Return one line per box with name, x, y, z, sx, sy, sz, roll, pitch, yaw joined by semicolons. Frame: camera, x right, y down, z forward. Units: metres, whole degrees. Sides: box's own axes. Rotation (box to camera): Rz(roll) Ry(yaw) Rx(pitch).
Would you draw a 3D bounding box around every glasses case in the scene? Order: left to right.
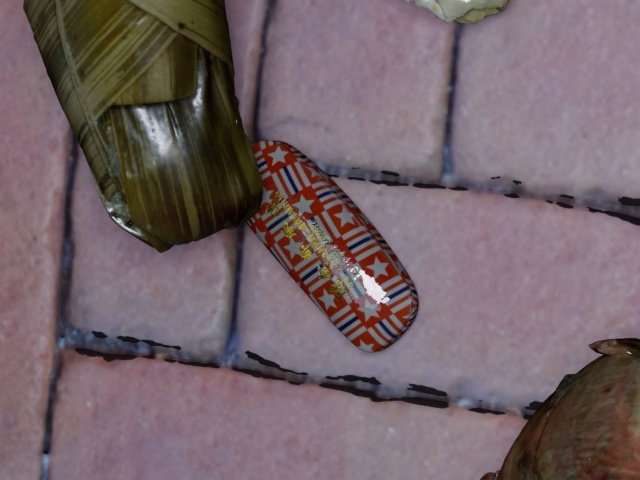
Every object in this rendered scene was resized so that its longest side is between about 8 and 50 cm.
glasses case;0.000;0.000;1.448;0.073;0.049;0.194;-46;74;18

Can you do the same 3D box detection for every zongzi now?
zongzi;-0.108;-0.158;1.363;0.288;0.134;0.286;-37;75;57

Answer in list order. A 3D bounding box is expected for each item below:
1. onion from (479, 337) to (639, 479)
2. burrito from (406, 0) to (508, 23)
onion;0.270;0.225;1.220;0.354;0.353;0.353;1;92;24
burrito;0.017;-0.284;1.400;0.348;0.107;0.175;21;106;24
